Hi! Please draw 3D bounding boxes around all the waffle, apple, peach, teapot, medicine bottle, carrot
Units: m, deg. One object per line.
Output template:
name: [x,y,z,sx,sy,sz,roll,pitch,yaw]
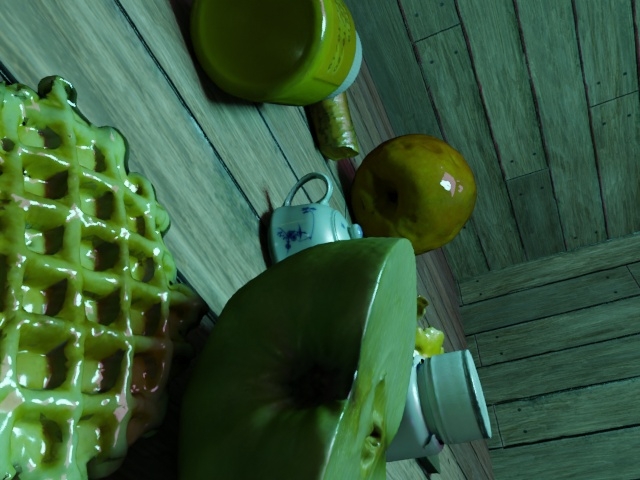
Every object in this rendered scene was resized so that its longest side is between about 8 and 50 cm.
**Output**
waffle: [-0.197,0.022,0.383,0.317,0.073,0.297,-73,141,-65]
apple: [0.018,0.170,0.495,0.320,0.312,0.360,56,-6,35]
peach: [0.258,-0.122,1.441,0.302,0.343,0.342,-14,86,-51]
teapot: [0.000,0.000,0.863,0.159,0.159,0.231,16,58,-69]
medicine bottle: [-0.049,-0.355,0.925,0.384,0.225,0.224,-38,109,-71]
medicine bottle: [0.101,0.243,0.746,0.143,0.258,0.143,-17,90,-73]
carrot: [0.015,-0.352,1.311,0.114,0.114,0.301,4,72,-71]

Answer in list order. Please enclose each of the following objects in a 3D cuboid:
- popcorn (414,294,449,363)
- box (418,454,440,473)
popcorn: [0.109,0.202,0.938,0.191,0.190,0.253,45,70,-32]
box: [0.279,0.551,1.355,0.090,0.031,0.126,-89,154,-44]
